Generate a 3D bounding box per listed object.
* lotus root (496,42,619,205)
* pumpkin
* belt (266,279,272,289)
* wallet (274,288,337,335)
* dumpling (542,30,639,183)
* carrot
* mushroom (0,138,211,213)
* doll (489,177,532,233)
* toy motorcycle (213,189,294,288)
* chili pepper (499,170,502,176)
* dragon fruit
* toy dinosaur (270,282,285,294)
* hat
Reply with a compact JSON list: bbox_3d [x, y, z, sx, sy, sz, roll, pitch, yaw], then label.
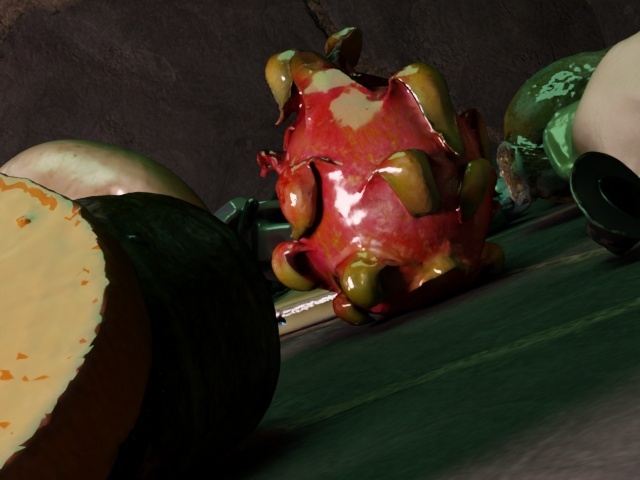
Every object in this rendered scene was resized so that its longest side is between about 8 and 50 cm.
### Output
[{"bbox_3d":[0.356,-0.147,1.742,0.350,0.175,0.175,-18,2,-18],"label":"lotus root"},{"bbox_3d":[-0.178,0.083,0.954,0.321,0.192,0.320,-18,3,1],"label":"pumpkin"},{"bbox_3d":[-0.134,0.042,1.857,0.151,0.078,0.198,17,19,-1],"label":"belt"},{"bbox_3d":[0.023,0.056,1.581,0.155,0.039,0.110,-20,6,23],"label":"wallet"},{"bbox_3d":[0.349,-0.097,1.391,0.318,0.187,0.242,-29,36,42],"label":"dumpling"},{"bbox_3d":[-0.225,0.085,0.727,0.307,0.100,0.258,-37,51,-10],"label":"carrot"},{"bbox_3d":[-0.247,0.053,1.550,0.293,0.292,0.290,-19,23,33],"label":"mushroom"},{"bbox_3d":[0.205,-0.040,1.897,0.159,0.059,0.158,-18,2,21],"label":"doll"},{"bbox_3d":[0.000,0.000,1.733,0.327,0.143,0.188,4,10,27],"label":"toy motorcycle"},{"bbox_3d":[0.320,-0.129,1.912,0.131,0.134,0.338,14,6,12],"label":"chili pepper"},{"bbox_3d":[0.045,-0.061,1.433,0.228,0.243,0.307,-6,20,-26],"label":"dragon fruit"},{"bbox_3d":[-0.041,0.042,2.172,0.055,0.049,0.154,-21,7,44],"label":"toy dinosaur"},{"bbox_3d":[0.242,-0.019,1.213,0.121,0.121,0.050,-24,-34,-53],"label":"hat"}]
